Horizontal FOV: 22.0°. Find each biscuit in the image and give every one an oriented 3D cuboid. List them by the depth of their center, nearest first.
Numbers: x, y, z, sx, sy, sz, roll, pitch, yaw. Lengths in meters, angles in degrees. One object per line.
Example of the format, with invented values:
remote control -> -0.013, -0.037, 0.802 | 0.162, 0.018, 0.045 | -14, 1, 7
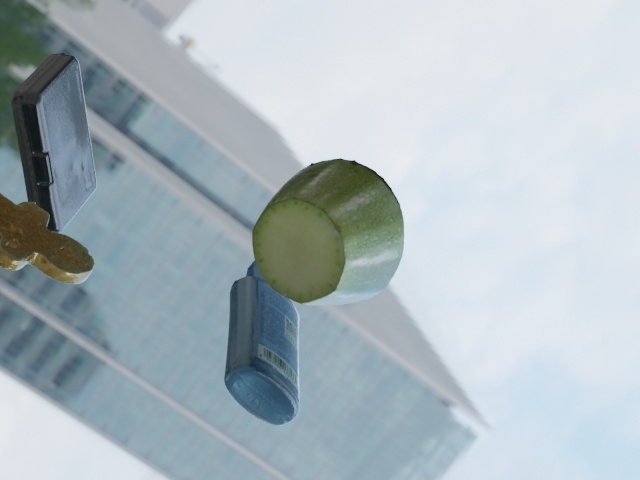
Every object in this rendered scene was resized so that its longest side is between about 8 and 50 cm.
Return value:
biscuit -> -0.402, -0.012, 2.139 | 0.030, 0.234, 0.153 | -54, -167, 28

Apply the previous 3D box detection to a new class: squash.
squash -> 0.000, 0.000, 1.839 | 0.170, 0.170, 0.123 | -35, 176, 30

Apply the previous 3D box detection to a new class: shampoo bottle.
shampoo bottle -> -0.068, 0.111, 1.995 | 0.061, 0.104, 0.258 | -38, -155, 21

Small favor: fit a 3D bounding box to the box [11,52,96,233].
box -> -0.383, -0.141, 2.383 | 0.050, 0.230, 0.160 | 5, -149, 15
